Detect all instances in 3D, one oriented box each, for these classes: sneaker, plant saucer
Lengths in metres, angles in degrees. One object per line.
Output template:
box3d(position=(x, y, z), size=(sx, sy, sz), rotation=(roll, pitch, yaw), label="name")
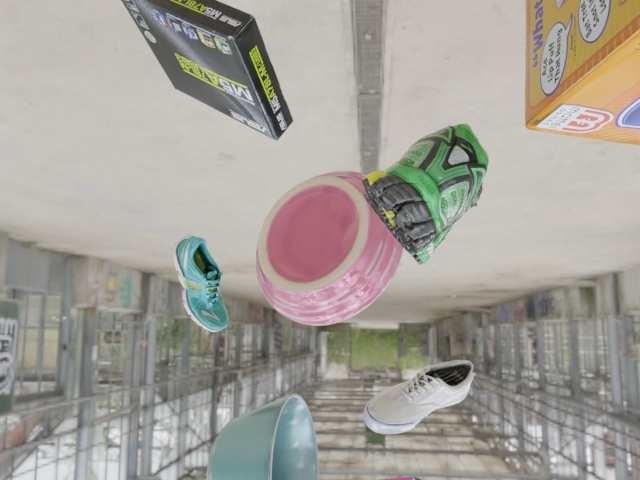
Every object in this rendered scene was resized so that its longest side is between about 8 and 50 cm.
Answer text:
box3d(position=(0.149, -0.057, 0.800), size=(0.146, 0.134, 0.343), rotation=(-37, 177, 2), label="sneaker")
box3d(position=(-0.311, 0.118, 1.629), size=(0.110, 0.275, 0.107), rotation=(-11, -167, 41), label="sneaker")
box3d(position=(0.193, 0.289, 1.184), size=(0.258, 0.091, 0.094), rotation=(-15, -140, -33), label="sneaker")
box3d(position=(0.000, 0.000, 1.216), size=(0.333, 0.331, 0.084), rotation=(-5, 154, 30), label="plant saucer")

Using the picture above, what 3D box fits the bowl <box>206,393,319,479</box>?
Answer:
box3d(position=(-0.121, 0.477, 1.249), size=(0.163, 0.311, 0.311), rotation=(-7, 169, 15), label="bowl")

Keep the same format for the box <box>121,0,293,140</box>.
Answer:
box3d(position=(-0.136, -0.223, 0.744), size=(0.191, 0.045, 0.184), rotation=(30, 161, 23), label="box")

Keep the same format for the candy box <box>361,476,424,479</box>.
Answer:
box3d(position=(0.151, 0.513, 1.191), size=(0.159, 0.071, 0.233), rotation=(-15, 149, 24), label="candy box")

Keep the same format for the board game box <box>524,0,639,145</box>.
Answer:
box3d(position=(0.419, -0.300, 0.512), size=(0.357, 0.356, 0.356), rotation=(6, 168, -7), label="board game box")
